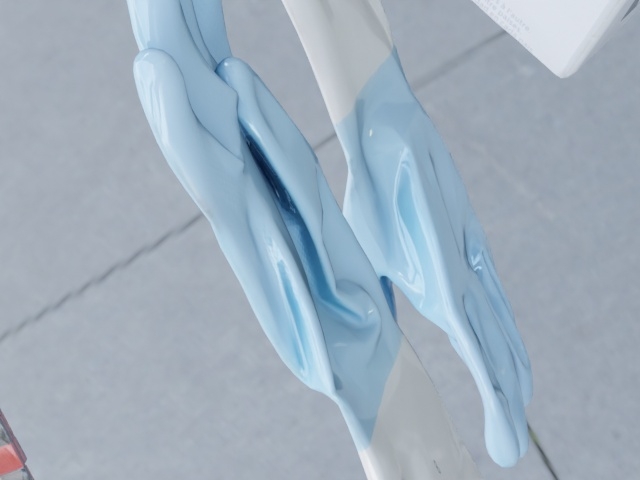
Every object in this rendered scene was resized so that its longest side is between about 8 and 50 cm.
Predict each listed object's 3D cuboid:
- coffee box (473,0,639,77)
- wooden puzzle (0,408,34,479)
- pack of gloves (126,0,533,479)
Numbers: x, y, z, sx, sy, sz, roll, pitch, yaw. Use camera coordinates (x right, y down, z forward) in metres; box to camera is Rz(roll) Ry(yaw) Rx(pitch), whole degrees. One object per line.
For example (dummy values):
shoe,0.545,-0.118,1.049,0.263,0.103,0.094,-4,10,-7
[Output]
coffee box,0.147,-0.361,0.806,0.337,0.334,0.338,43,63,7
wooden puzzle,-0.128,0.072,0.578,0.049,0.083,0.006,-20,19,12
pack of gloves,0.000,0.000,0.491,0.046,0.232,0.195,-19,19,20
